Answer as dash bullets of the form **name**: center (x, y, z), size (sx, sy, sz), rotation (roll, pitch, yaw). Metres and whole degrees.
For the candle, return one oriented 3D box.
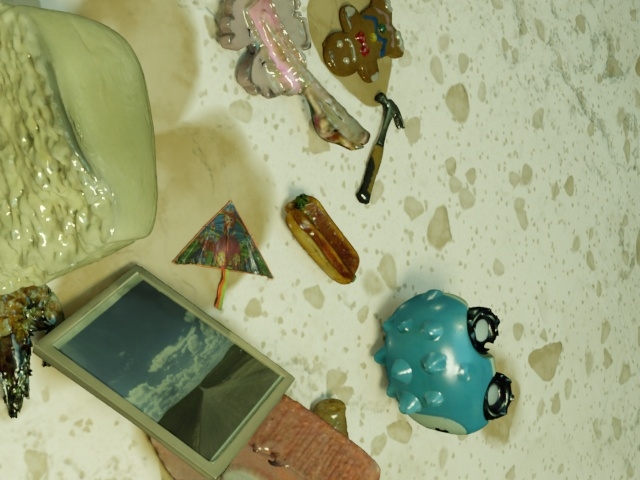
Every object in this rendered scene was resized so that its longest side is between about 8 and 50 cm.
- **candle**: center (-0.053, 0.296, 1.080), size (0.131, 0.287, 0.317), rotation (-50, 120, -42)

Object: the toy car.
- **toy car**: center (0.192, 0.215, 1.416), size (0.190, 0.188, 0.255), rotation (-23, 108, -37)

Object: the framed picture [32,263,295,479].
- **framed picture**: center (-0.177, 0.149, 0.995), size (0.260, 0.023, 0.189), rotation (34, 40, 9)

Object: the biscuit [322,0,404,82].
- **biscuit**: center (0.076, -0.338, 1.433), size (0.205, 0.031, 0.138), rotation (-36, 114, -41)

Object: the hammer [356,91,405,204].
- **hammer**: center (0.102, -0.153, 1.455), size (0.078, 0.021, 0.201), rotation (35, 64, -41)

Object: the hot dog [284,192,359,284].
- **hot dog**: center (0.000, 0.000, 1.313), size (0.188, 0.055, 0.072), rotation (53, 50, -31)

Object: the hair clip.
- **hair clip**: center (-0.038, -0.251, 1.273), size (0.300, 0.069, 0.173), rotation (52, 51, -19)

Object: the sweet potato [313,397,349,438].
- **sweet potato**: center (0.062, 0.438, 1.325), size (0.109, 0.109, 0.385), rotation (-32, 108, -43)

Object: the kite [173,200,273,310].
- **kite**: center (-0.133, 0.021, 1.200), size (0.190, 0.010, 0.159), rotation (10, 81, -46)

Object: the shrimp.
- **shrimp**: center (-0.331, 0.122, 0.963), size (0.091, 0.034, 0.161), rotation (6, 83, -48)

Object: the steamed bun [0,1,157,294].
- **steamed bun**: center (-0.275, -0.095, 0.868), size (0.273, 0.272, 0.290), rotation (-19, 106, -47)
